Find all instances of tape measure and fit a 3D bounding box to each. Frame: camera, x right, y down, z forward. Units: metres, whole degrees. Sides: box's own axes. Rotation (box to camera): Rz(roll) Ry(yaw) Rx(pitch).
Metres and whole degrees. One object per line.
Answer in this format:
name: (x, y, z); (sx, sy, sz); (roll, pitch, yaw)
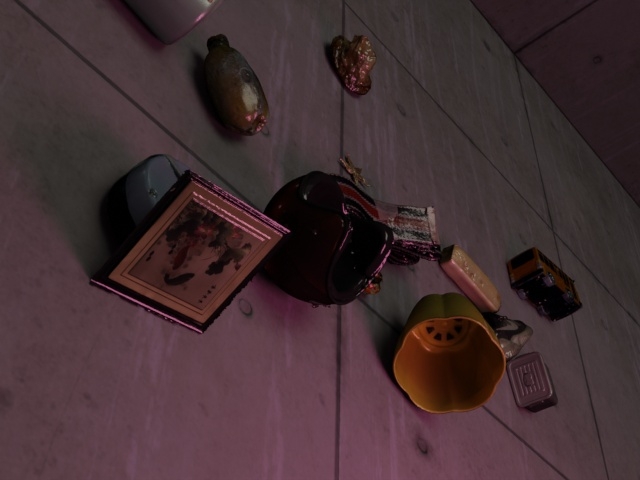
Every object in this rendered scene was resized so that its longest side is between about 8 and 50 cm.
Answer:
tape measure: (-0.199, -0.027, 1.349); (0.182, 0.107, 0.181); (50, 21, -23)

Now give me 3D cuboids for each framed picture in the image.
framed picture: (-0.159, 0.023, 1.275); (0.199, 0.195, 0.010); (32, 16, -41)

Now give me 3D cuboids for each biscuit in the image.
biscuit: (0.332, 0.090, 2.187); (0.188, 0.052, 0.056); (46, 45, -22)

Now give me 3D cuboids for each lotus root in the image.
lotus root: (-0.150, -0.269, 1.699); (0.192, 0.088, 0.113); (66, 11, 15)

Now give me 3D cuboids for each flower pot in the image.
flower pot: (0.226, 0.188, 1.781); (0.195, 0.195, 0.179); (52, 15, -13)

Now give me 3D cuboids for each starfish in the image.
starfish: (0.068, -0.137, 2.016); (0.086, 0.016, 0.092); (21, 48, -48)

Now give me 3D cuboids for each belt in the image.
belt: (0.097, -0.034, 1.855); (0.359, 0.126, 0.094); (19, 56, -44)

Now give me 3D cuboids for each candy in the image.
candy: (0.039, 0.037, 1.767); (0.184, 0.049, 0.055); (37, 26, -22)

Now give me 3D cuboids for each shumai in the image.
shumai: (0.085, -0.397, 2.237); (0.123, 0.105, 0.139); (-8, 95, -65)

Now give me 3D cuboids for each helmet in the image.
helmet: (0.000, 0.000, 1.556); (0.189, 0.193, 0.216); (13, 62, -60)

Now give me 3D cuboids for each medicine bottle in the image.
medicine bottle: (-0.273, -0.441, 1.610); (0.225, 0.139, 0.139); (47, 29, -21)

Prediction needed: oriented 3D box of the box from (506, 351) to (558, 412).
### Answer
box: (0.465, 0.312, 2.154); (0.069, 0.084, 0.122); (40, 33, -47)

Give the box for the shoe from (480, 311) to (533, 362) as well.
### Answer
shoe: (0.374, 0.197, 2.107); (0.112, 0.099, 0.227); (51, 27, 2)

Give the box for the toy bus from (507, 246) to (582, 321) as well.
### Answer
toy bus: (0.568, 0.112, 2.515); (0.201, 0.098, 0.114); (36, 35, -35)
